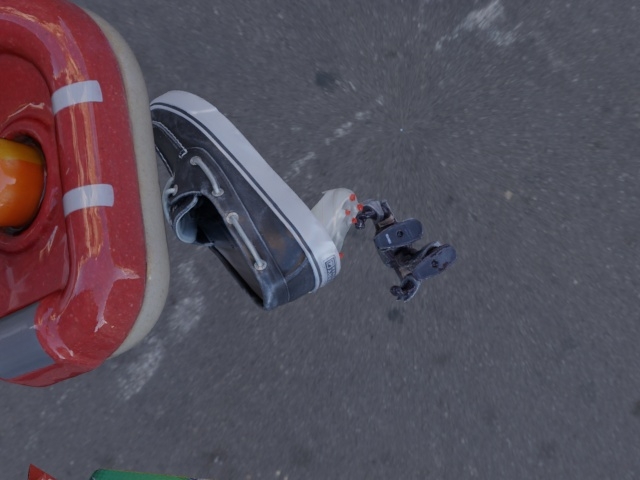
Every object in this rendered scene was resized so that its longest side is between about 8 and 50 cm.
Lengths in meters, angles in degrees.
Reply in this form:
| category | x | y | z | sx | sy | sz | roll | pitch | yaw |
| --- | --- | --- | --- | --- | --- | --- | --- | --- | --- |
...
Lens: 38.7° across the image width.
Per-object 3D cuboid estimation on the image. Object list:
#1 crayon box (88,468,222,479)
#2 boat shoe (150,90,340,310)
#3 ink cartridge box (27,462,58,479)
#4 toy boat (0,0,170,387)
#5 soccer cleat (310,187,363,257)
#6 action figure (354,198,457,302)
| category | x | y | z | sx | sy | sz | roll | pitch | yaw |
| --- | --- | --- | --- | --- | --- | --- | --- | --- | --- |
| crayon box | -0.141 | 0.362 | 1.079 | 0.279 | 0.081 | 0.165 | -1 | 129 | 25 |
| boat shoe | -0.110 | -0.042 | 0.914 | 0.102 | 0.108 | 0.301 | -30 | 59 | -24 |
| ink cartridge box | -0.238 | 0.248 | 0.835 | 0.029 | 0.115 | 0.063 | -42 | 118 | 9 |
| toy boat | -0.186 | -0.035 | 0.510 | 0.151 | 0.151 | 0.231 | -22 | 71 | 35 |
| soccer cleat | 0.000 | 0.000 | 1.432 | 0.076 | 0.068 | 0.196 | 5 | 55 | 36 |
| action figure | 0.125 | 0.011 | 1.506 | 0.099 | 0.285 | 0.185 | -36 | 93 | -6 |
